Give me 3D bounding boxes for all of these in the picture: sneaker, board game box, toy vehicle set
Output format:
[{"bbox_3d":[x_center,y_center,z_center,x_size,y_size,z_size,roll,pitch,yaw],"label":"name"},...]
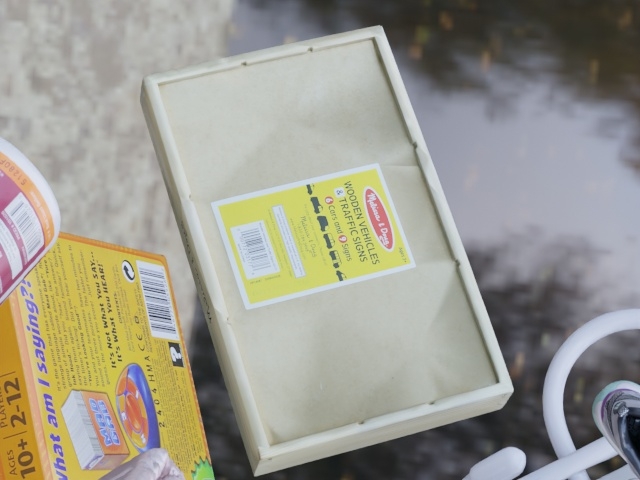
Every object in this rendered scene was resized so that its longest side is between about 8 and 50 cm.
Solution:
[{"bbox_3d":[0.167,0.110,0.849,0.038,0.098,0.069,-48,-175,5],"label":"sneaker"},{"bbox_3d":[-0.365,0.213,1.989,0.356,0.356,0.357,18,57,-65],"label":"board game box"},{"bbox_3d":[0.000,0.000,1.160,0.035,0.166,0.267,110,-35,-65],"label":"toy vehicle set"}]

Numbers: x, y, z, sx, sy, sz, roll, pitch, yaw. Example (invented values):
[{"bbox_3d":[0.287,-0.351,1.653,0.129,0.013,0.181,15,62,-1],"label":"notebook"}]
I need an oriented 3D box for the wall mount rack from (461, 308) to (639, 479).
[{"bbox_3d":[0.256,0.160,0.993,0.350,0.304,0.130,65,13,22],"label":"wall mount rack"}]

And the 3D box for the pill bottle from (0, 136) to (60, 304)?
[{"bbox_3d":[-0.286,0.029,1.257,0.221,0.121,0.121,-53,142,-38],"label":"pill bottle"}]

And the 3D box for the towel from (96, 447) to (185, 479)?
[{"bbox_3d":[-0.252,0.268,1.189,0.053,0.332,0.317,58,8,-5],"label":"towel"}]

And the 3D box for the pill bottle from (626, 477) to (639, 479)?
[{"bbox_3d":[0.117,0.186,0.933,0.152,0.086,0.086,-28,130,-18],"label":"pill bottle"}]
